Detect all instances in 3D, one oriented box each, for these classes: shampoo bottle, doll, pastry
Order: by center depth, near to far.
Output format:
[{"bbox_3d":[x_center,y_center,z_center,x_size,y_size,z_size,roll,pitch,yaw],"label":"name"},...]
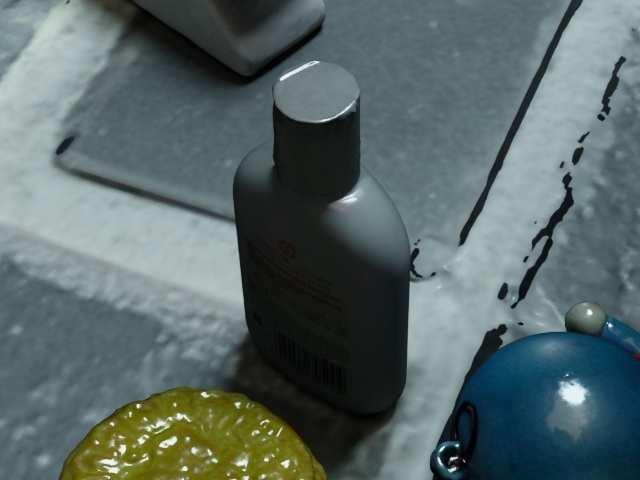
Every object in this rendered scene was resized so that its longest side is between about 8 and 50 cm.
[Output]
[{"bbox_3d":[-0.051,0.103,0.589,0.109,0.057,0.097,4,49,4],"label":"pastry"},{"bbox_3d":[0.112,0.075,0.596,0.152,0.085,0.114,-7,61,-18],"label":"doll"},{"bbox_3d":[0.000,0.000,0.602,0.080,0.165,0.040,34,59,26],"label":"shampoo bottle"}]

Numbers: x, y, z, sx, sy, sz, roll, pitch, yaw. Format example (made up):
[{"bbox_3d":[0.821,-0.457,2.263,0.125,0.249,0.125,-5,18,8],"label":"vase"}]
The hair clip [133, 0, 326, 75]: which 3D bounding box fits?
[{"bbox_3d":[-0.135,-0.204,0.826,0.331,0.101,0.085,38,57,26],"label":"hair clip"}]
